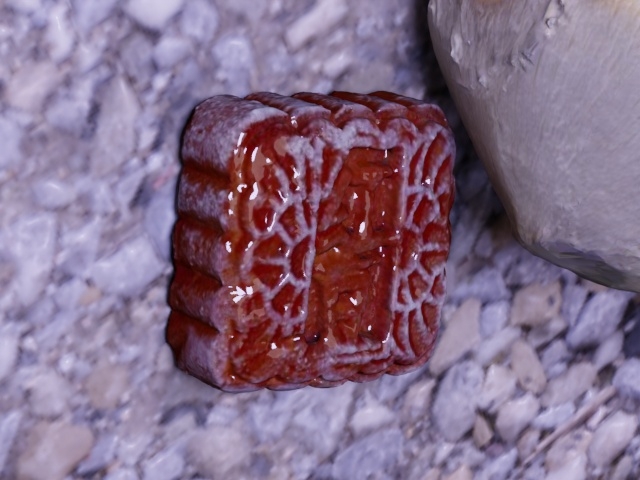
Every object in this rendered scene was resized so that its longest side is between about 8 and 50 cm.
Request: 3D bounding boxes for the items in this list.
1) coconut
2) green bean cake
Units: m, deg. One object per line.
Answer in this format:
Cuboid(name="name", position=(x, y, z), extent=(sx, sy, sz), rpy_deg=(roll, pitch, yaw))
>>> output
Cuboid(name="coconut", position=(0.175, -0.089, 0.814), extent=(0.245, 0.245, 0.247), rpy_deg=(46, 68, -35))
Cuboid(name="green bean cake", position=(0.000, 0.000, 0.822), extent=(0.135, 0.056, 0.135), rpy_deg=(-5, 103, -36))
